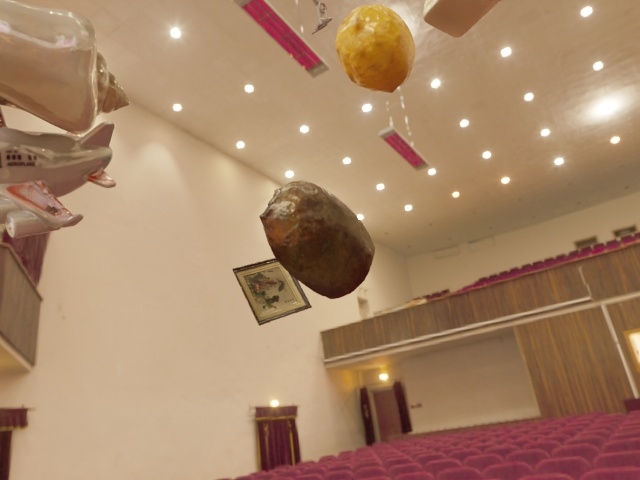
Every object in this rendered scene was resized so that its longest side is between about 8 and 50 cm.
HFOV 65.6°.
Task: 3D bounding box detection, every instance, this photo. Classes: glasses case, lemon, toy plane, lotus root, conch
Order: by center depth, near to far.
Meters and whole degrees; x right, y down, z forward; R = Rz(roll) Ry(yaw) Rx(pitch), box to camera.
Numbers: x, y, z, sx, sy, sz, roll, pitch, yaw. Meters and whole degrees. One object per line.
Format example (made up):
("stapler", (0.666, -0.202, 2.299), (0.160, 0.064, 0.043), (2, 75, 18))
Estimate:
("conch", (-0.239, -0.135, 0.382), (0.176, 0.104, 0.094), (-3, -60, -35))
("toy plane", (-0.407, -0.108, 0.686), (0.252, 0.252, 0.118), (7, -43, -31))
("lemon", (0.085, -0.280, 0.742), (0.114, 0.114, 0.155), (-19, -25, 26))
("toy plane", (-0.052, -0.649, 1.176), (0.273, 0.107, 0.182), (39, -29, -12))
("glasses case", (0.392, -0.640, 1.225), (0.131, 0.070, 0.313), (17, -22, -20))
("lotus root", (0.004, -0.003, 1.254), (0.142, 0.210, 0.314), (-19, -52, 44))

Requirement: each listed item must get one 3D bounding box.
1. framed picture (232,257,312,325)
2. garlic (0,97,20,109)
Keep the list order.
("framed picture", (-0.145, 0.146, 1.493), (0.195, 0.199, 0.010), (-14, -26, -36))
("garlic", (-0.405, -0.227, 0.664), (0.217, 0.110, 0.228), (23, -1, -16))
